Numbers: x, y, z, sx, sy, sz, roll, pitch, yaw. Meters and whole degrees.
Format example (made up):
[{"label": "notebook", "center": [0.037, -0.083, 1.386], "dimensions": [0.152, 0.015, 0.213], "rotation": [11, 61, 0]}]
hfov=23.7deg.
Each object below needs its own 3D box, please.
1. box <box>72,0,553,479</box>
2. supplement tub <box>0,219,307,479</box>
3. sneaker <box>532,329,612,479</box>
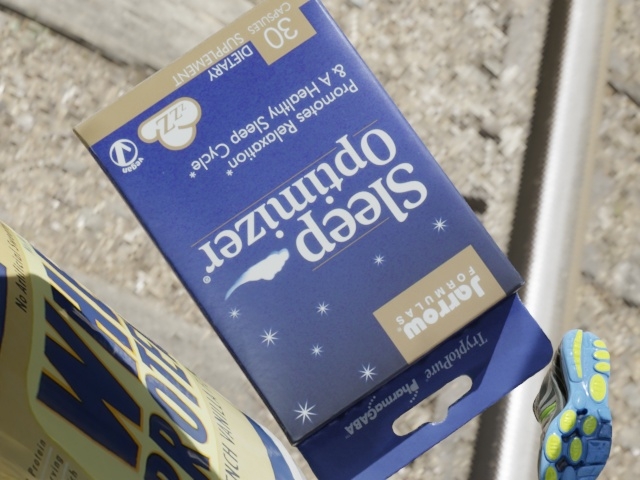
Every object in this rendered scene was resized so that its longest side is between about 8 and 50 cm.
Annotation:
[{"label": "box", "center": [0.000, 0.000, 0.738], "dimensions": [0.136, 0.036, 0.225], "rotation": [-35, 83, -6]}, {"label": "supplement tub", "center": [-0.168, 0.086, 0.492], "dimensions": [0.316, 0.228, 0.228], "rotation": [43, 43, -35]}, {"label": "sneaker", "center": [0.247, 0.177, 1.503], "dimensions": [0.067, 0.078, 0.188], "rotation": [17, 51, -4]}]
